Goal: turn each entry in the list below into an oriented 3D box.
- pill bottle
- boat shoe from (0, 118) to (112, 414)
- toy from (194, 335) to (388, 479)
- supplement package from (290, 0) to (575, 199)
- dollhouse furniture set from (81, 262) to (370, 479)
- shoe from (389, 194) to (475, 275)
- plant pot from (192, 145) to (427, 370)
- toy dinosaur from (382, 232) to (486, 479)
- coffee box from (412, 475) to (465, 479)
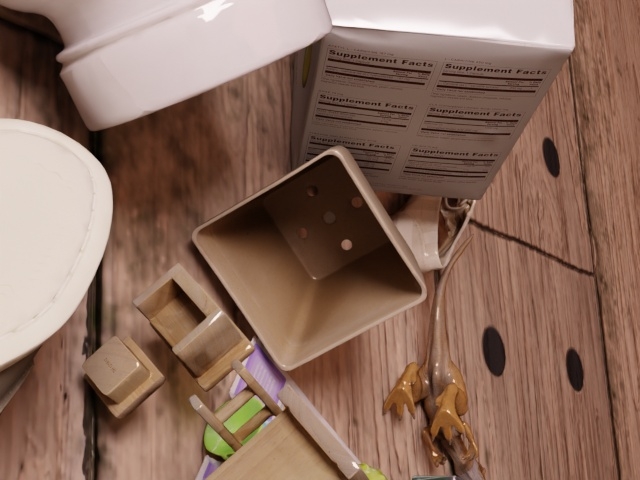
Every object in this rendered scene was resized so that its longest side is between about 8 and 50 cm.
[{"bbox_3d":[-0.119,-0.234,0.494,0.188,0.187,0.334,-42,114,-53],"label":"pill bottle"},{"bbox_3d":[-0.181,0.063,0.391,0.109,0.091,0.305,29,44,-3],"label":"boat shoe"},{"bbox_3d":[0.011,0.185,0.660,0.237,0.056,0.137,51,43,-33],"label":"toy"},{"bbox_3d":[0.064,-0.161,0.690,0.203,0.149,0.194,107,-13,-66],"label":"supplement package"},{"bbox_3d":[-0.087,0.137,0.538,0.161,0.182,0.101,45,-9,28],"label":"dollhouse furniture set"},{"bbox_3d":[0.109,-0.030,0.872,0.077,0.058,0.219,63,36,-20],"label":"shoe"},{"bbox_3d":[0.000,0.000,0.657,0.109,0.109,0.096,57,18,-11],"label":"plant pot"},{"bbox_3d":[0.095,0.109,0.818,0.112,0.064,0.212,-29,114,-68],"label":"toy dinosaur"},{"bbox_3d":[0.124,0.254,0.795,0.184,0.040,0.113,39,47,-53],"label":"coffee box"}]
